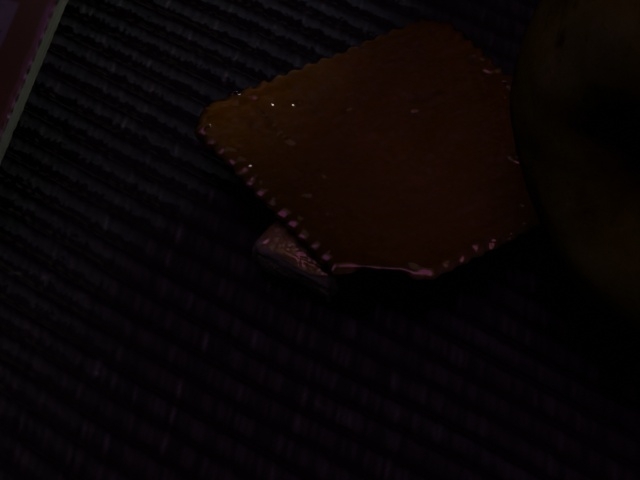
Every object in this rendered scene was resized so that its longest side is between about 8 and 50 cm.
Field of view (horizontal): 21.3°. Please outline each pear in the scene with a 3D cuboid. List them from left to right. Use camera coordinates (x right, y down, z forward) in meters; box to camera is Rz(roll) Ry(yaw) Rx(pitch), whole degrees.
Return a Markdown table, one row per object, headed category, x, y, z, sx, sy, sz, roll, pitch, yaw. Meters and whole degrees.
| category | x | y | z | sx | sy | sz | roll | pitch | yaw |
| --- | --- | --- | --- | --- | --- | --- | --- | --- | --- |
| pear | 0.273 | -0.087 | 1.061 | 0.304 | 0.304 | 0.304 | -2 | 51 | 2 |

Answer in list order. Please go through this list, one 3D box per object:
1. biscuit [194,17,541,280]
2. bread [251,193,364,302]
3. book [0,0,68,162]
| category | x | y | z | sx | sy | sz | roll | pitch | yaw |
| --- | --- | --- | --- | --- | --- | --- | --- | --- | --- |
| biscuit | 0.060 | -0.065 | 1.199 | 0.237 | 0.013 | 0.232 | -25 | 51 | -25 |
| bread | 0.000 | 0.000 | 1.162 | 0.070 | 0.035 | 0.083 | 22 | 50 | 19 |
| book | -0.383 | -0.116 | 1.210 | 0.374 | 0.028 | 0.262 | 19 | 84 | 18 |
